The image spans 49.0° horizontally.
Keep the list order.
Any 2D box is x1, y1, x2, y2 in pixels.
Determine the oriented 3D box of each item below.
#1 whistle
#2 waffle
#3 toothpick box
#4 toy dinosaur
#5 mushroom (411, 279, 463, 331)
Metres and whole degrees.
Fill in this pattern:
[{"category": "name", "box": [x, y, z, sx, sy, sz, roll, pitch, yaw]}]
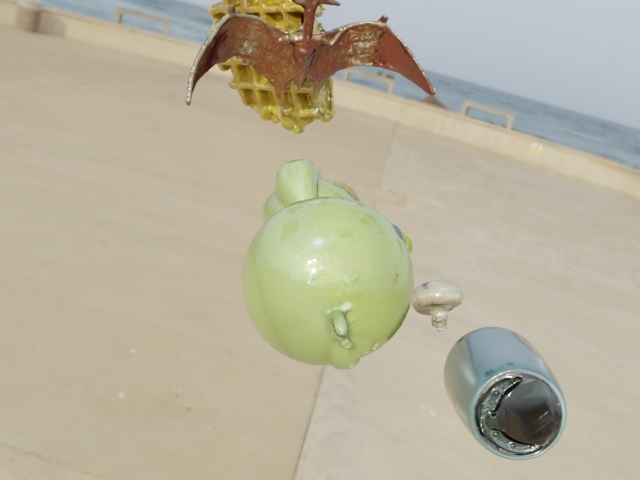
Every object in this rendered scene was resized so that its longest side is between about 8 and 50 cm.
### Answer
[{"category": "whistle", "box": [0.010, -0.001, 0.600, 0.141, 0.141, 0.294, 15, 29, -4]}, {"category": "waffle", "box": [-0.074, -0.327, 1.141, 0.309, 0.283, 0.065, 48, 43, 5]}, {"category": "toothpick box", "box": [0.204, 0.168, 0.779, 0.120, 0.120, 0.184, 17, 4, 3]}, {"category": "toy dinosaur", "box": [-0.007, -0.245, 0.999, 0.327, 0.206, 0.113, 17, 39, -31]}, {"category": "mushroom", "box": [0.186, 0.104, 1.112, 0.085, 0.079, 0.085, -1, -23, -1]}]
